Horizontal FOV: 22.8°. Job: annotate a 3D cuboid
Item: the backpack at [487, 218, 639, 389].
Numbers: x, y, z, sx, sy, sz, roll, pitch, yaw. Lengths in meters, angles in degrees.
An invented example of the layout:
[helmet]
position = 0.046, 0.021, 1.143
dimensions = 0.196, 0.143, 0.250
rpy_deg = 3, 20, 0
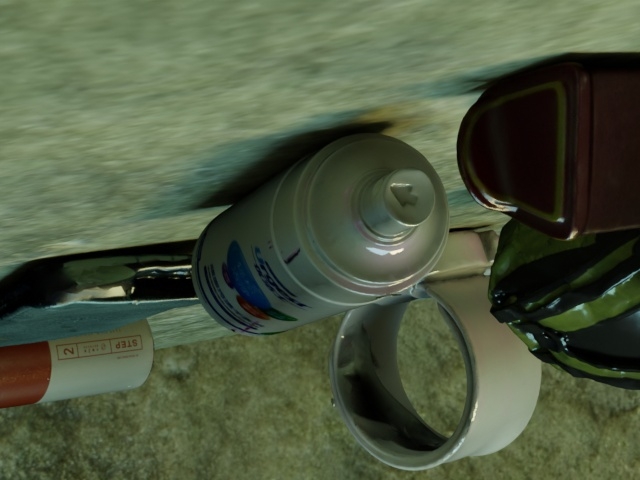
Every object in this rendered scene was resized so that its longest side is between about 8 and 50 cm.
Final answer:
[backpack]
position = 0.252, 0.032, 1.215
dimensions = 0.253, 0.140, 0.207
rpy_deg = -16, 131, 36

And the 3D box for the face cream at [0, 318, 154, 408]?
[face cream]
position = -0.284, 0.119, 1.636
dimensions = 0.214, 0.096, 0.096
rpy_deg = -5, 173, -43

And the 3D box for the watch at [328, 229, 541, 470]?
[watch]
position = 0.110, 0.115, 1.632
dimensions = 0.196, 0.231, 0.244
rpy_deg = -9, 172, -45

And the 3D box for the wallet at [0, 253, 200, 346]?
[wallet]
position = -0.202, 0.054, 1.368
dimensions = 0.190, 0.046, 0.379
rpy_deg = -7, 175, -26

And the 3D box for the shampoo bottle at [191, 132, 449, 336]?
[shampoo bottle]
position = 0.000, 0.000, 0.914
dimensions = 0.092, 0.092, 0.303
rpy_deg = -9, 176, -18

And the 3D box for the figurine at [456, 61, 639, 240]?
[figurine]
position = 0.121, -0.050, 0.785
dimensions = 0.154, 0.082, 0.098
rpy_deg = -6, -167, -37
